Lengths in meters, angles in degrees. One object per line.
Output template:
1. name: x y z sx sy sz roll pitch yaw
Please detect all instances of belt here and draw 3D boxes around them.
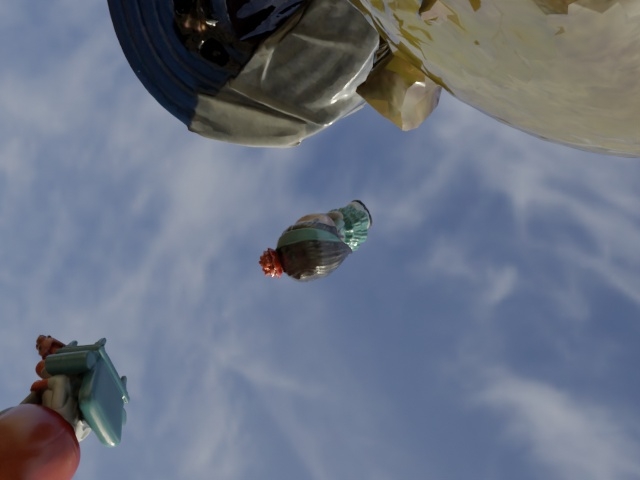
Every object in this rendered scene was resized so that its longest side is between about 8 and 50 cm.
1. belt: -0.009 -0.229 1.107 0.212 0.117 0.347 21 -62 18

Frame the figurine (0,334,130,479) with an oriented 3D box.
1. figurine: -0.174 0.122 1.208 0.075 0.140 0.068 -1 -53 24

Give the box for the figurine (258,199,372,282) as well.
1. figurine: 0.000 0.000 1.406 0.060 0.106 0.047 -12 -80 29

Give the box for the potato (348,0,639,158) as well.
1. potato: 0.083 -0.209 0.696 0.385 0.442 0.319 -27 -144 29
